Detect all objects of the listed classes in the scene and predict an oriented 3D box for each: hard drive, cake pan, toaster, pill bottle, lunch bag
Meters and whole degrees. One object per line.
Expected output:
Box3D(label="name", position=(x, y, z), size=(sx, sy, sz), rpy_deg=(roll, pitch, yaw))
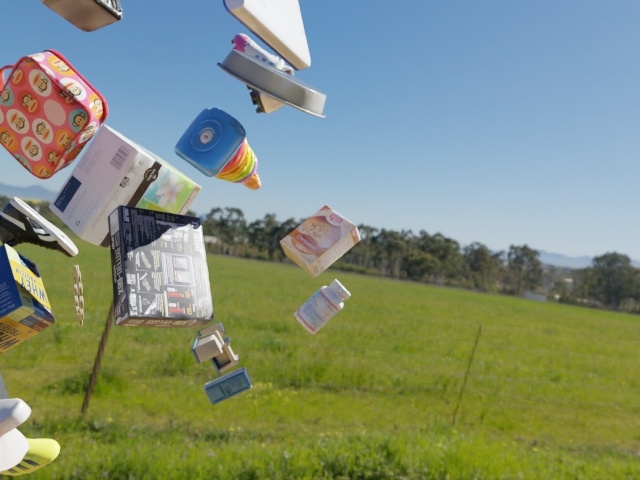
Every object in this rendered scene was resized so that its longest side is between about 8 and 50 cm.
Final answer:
Box3D(label="hard drive", position=(-0.106, -0.461, 1.103), size=(0.040, 0.210, 0.319), rpy_deg=(-13, -6, 17))
Box3D(label="cake pan", position=(-0.110, -0.390, 1.474), size=(0.293, 0.054, 0.293), rpy_deg=(25, 15, -7))
Box3D(label="toaster", position=(-0.557, -0.594, 1.370), size=(0.110, 0.167, 0.186), rpy_deg=(-20, -16, 16))
Box3D(label="pill bottle", position=(0.008, 0.191, 1.752), size=(0.087, 0.160, 0.087), rpy_deg=(46, 1, -1))
Box3D(label="lunch bag", position=(-0.703, -0.324, 1.504), size=(0.293, 0.258, 0.120), rpy_deg=(-38, 13, 32))

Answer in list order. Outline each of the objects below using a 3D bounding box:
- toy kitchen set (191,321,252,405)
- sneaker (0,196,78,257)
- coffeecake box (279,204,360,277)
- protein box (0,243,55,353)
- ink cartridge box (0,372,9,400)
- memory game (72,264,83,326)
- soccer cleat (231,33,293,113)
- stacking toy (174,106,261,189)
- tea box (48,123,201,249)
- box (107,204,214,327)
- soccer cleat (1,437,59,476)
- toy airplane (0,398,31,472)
Box3D(label="toy kitchen set", position=(-0.276, 0.338, 1.548), size=(0.122, 0.207, 0.166), rpy_deg=(-25, 12, 0))
Box3D(label="sneaker", position=(-0.775, -0.003, 1.613), size=(0.217, 0.121, 0.079), rpy_deg=(46, -6, -22))
Box3D(label="coffeecake box", position=(0.000, 0.000, 1.769), size=(0.142, 0.185, 0.068), rpy_deg=(36, -23, 37))
Box3D(label="protein box", position=(-0.825, 0.158, 1.527), size=(0.200, 0.201, 0.136), rpy_deg=(-30, -28, -3))
Box3D(label="ink cartridge box", position=(-0.786, 0.302, 1.293), size=(0.159, 0.217, 0.092), rpy_deg=(-13, 27, -18))
Box3D(label="memory game", position=(-0.714, 0.162, 1.764), size=(0.012, 0.186, 0.186), rpy_deg=(-3, 5, -27))
Box3D(label="soccer cleat", position=(-0.161, -0.498, 1.760), size=(0.143, 0.331, 0.116), rpy_deg=(-20, -33, -3))
Box3D(label="stacking toy", position=(-0.238, -0.216, 1.658), size=(0.175, 0.165, 0.302), rpy_deg=(35, -4, 30))
Box3D(label="tea box", position=(-0.637, -0.143, 1.987), size=(0.220, 0.328, 0.324), rpy_deg=(34, 2, 32))
Box3D(label="box", position=(-0.417, 0.071, 1.571), size=(0.243, 0.307, 0.077), rpy_deg=(8, -29, -42))
Box3D(label="soccer cleat", position=(-0.837, 0.545, 1.563), size=(0.290, 0.121, 0.093), rpy_deg=(0, 35, -4))
Box3D(label="toy airplane", position=(-0.518, 0.377, 0.759), size=(0.385, 0.272, 0.386), rpy_deg=(-23, 14, -21))
